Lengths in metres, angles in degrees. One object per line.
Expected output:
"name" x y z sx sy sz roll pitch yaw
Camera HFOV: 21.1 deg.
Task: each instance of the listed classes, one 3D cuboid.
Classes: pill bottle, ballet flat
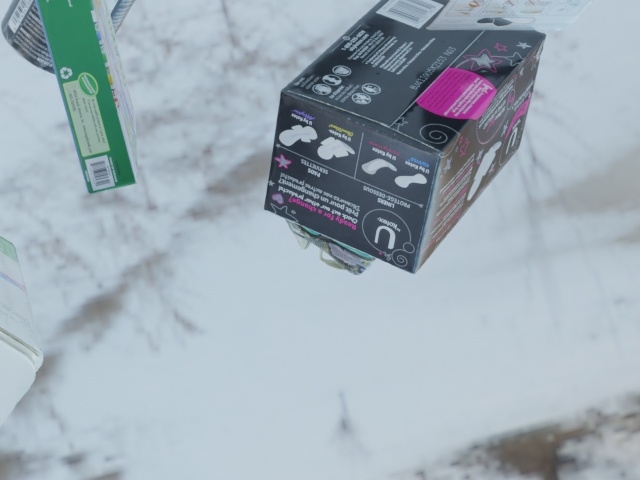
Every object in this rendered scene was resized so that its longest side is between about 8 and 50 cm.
"pill bottle" -0.277 -0.326 2.070 0.130 0.130 0.245 1 132 -49
"ballet flat" 0.000 0.000 1.725 0.041 0.114 0.041 -56 175 -8

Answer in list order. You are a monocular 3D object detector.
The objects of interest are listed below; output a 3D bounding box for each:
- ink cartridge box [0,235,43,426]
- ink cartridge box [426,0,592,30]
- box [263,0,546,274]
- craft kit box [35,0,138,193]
"ink cartridge box" -0.240 0.071 0.964 0.154 0.093 0.212 -54 -158 5
"ink cartridge box" 0.184 -0.239 1.480 0.145 0.045 0.179 -2 162 -19
"box" 0.078 -0.108 1.577 0.247 0.163 0.142 -47 154 -48
"craft kit box" -0.236 -0.201 1.706 0.061 0.249 0.246 -14 -158 -4
